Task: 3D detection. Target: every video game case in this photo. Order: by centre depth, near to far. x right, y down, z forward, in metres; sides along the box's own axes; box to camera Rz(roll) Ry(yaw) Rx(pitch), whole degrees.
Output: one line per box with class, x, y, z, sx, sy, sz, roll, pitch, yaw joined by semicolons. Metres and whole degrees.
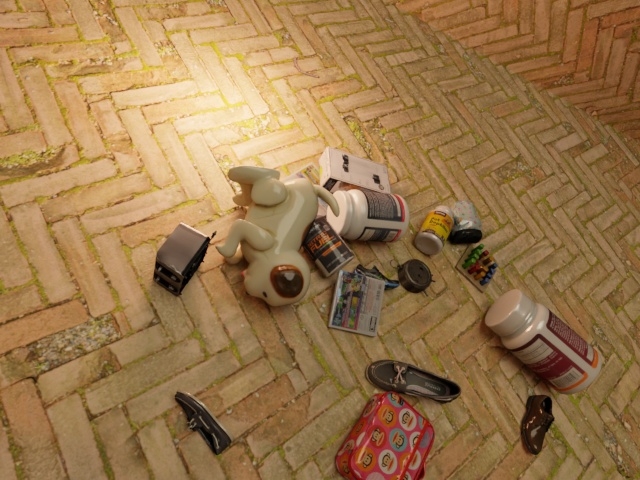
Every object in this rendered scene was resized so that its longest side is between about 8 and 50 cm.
video game case;0.129;0.221;1.563;0.183;0.023;0.201;16;77;-17
video game case;-0.029;-0.191;1.753;0.212;0.023;0.193;48;54;6

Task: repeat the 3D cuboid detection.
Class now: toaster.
toaster;-0.417;0.051;1.343;0.110;0.168;0.186;31;55;-6

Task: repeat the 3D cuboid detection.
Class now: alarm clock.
alarm clock;0.355;0.127;1.738;0.192;0.064;0.129;28;55;-5

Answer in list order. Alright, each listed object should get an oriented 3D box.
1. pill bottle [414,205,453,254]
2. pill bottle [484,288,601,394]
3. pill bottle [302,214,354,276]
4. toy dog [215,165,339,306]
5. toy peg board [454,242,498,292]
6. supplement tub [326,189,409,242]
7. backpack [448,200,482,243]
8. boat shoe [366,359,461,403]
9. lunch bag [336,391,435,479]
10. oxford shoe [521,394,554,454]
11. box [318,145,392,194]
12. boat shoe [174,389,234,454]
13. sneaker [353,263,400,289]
pill bottle;0.483;-0.048;1.859;0.117;0.117;0.215;37;54;-2
pill bottle;0.852;0.386;1.728;0.392;0.224;0.224;41;54;0
pill bottle;0.000;0.000;1.595;0.130;0.130;0.246;-31;79;-35
toy dog;-0.140;0.011;1.445;0.395;0.284;0.408;3;73;-15
toy peg board;0.683;0.107;1.892;0.160;0.079;0.161;44;54;2
supplement tub;0.180;-0.092;1.693;0.272;0.191;0.191;4;62;-24
backpack;0.627;-0.082;1.948;0.151;0.115;0.182;3;59;-21
boat shoe;0.321;0.471;1.506;0.335;0.095;0.112;20;56;-14
lunch bag;0.214;0.644;1.354;0.258;0.120;0.293;43;55;-3
oxford shoe;0.801;0.666;1.627;0.082;0.096;0.227;32;56;-9
box;0.139;-0.258;1.811;0.289;0.087;0.169;12;54;-24
boat shoe;-0.325;0.491;1.201;0.206;0.075;0.065;45;51;-2
sneaker;0.214;0.134;1.660;0.188;0.067;0.078;18;63;-12
